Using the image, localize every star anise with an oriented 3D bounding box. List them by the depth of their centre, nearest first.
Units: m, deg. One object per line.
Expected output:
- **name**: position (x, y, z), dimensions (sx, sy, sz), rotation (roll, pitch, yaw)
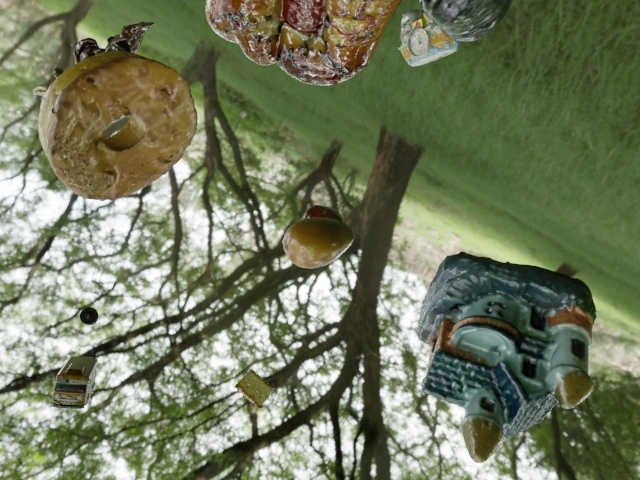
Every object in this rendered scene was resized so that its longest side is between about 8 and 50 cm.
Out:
- **star anise**: position (-0.485, -0.425, 1.195), dimensions (0.102, 0.272, 0.272), rotation (42, -178, -32)

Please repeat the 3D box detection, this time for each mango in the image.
- **mango**: position (-0.006, -0.001, 1.372), dimensions (0.151, 0.121, 0.221), rotation (11, -162, 25)

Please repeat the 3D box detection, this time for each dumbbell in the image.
- **dumbbell**: position (-0.914, 0.300, 2.095), dimensions (0.069, 0.070, 0.147), rotation (27, 160, -14)

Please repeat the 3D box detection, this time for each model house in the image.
- **model house**: position (0.266, 0.187, 0.785), dimensions (0.252, 0.185, 0.291), rotation (18, -135, 7)

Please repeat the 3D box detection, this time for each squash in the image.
- **squash**: position (0.284, -0.504, 1.063), dimensions (0.218, 0.172, 0.218), rotation (34, -135, -42)

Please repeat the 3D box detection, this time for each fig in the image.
- **fig**: position (-0.008, -0.027, 1.979), dimensions (0.175, 0.207, 0.175), rotation (32, -171, -5)

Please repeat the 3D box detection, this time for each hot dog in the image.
- **hot dog**: position (-0.041, -0.465, 0.988), dimensions (0.367, 0.196, 0.365), rotation (25, 149, -7)

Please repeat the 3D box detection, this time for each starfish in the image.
- **starfish**: position (-0.599, -0.375, 1.365), dimensions (0.235, 0.062, 0.277), rotation (-15, -129, -41)

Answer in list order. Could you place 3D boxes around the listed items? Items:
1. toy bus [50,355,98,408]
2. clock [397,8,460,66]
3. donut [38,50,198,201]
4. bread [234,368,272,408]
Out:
- **toy bus**: position (-0.727, 0.420, 1.581), dimensions (0.098, 0.114, 0.201), rotation (9, -178, -15)
- **clock**: position (0.281, -0.538, 1.355), dimensions (0.103, 0.144, 0.230), rotation (-18, -171, -39)
- **donut**: position (-0.364, -0.210, 0.942), dimensions (0.108, 0.278, 0.277), rotation (41, -166, 26)
- **bread**: position (-0.197, 0.453, 1.625), dimensions (0.109, 0.084, 0.080), rotation (38, 166, 11)
